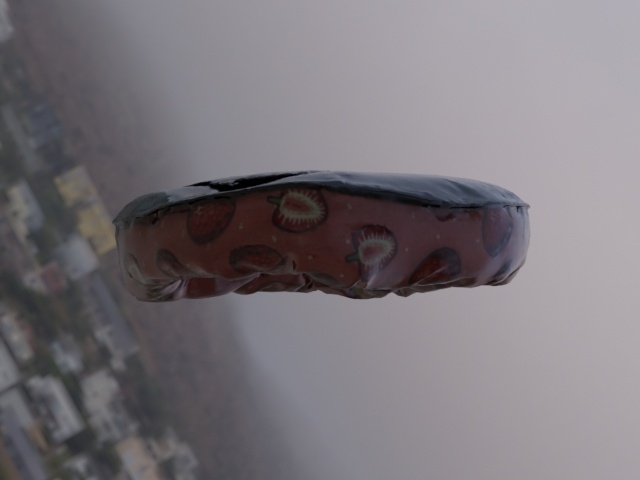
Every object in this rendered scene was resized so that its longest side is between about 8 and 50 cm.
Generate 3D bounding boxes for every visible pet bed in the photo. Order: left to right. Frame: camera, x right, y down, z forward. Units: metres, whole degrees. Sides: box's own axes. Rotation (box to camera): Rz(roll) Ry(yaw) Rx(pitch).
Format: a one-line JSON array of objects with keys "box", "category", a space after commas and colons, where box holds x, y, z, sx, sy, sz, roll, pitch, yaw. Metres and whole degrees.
[{"box": [0.000, 0.000, 0.762, 0.201, 0.201, 0.053, 172, -83, -71], "category": "pet bed"}]
